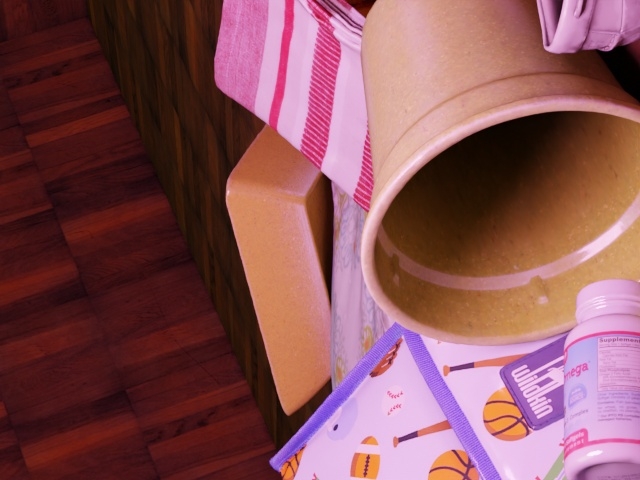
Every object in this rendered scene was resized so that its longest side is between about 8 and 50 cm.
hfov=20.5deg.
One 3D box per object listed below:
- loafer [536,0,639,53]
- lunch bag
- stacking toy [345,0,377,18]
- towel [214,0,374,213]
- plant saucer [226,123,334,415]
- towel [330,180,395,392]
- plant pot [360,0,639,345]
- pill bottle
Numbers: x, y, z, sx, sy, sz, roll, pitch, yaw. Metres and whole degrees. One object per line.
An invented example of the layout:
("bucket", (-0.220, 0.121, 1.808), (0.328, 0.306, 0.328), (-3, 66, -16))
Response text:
("loafer", (0.179, -0.292, 1.291), (0.112, 0.111, 0.320), (-150, 43, -71))
("lunch bag", (0.178, 0.205, 1.565), (0.385, 0.239, 0.328), (-47, 51, 24))
("stacking toy", (0.029, -0.206, 1.836), (0.166, 0.175, 0.302), (-146, 46, -73))
("towel", (0.013, -0.142, 1.764), (0.329, 0.037, 0.237), (41, 150, 24))
("plant saucer", (0.000, 0.000, 2.256), (0.333, 0.081, 0.333), (-62, -37, -57))
("towel", (0.073, 0.018, 2.021), (0.320, 0.090, 0.375), (128, 140, -75))
("plant pot", (0.144, -0.097, 1.465), (0.276, 0.276, 0.254), (86, 173, -48))
("pill bottle", (0.236, 0.116, 1.400), (0.087, 0.087, 0.160), (94, -179, -59))
